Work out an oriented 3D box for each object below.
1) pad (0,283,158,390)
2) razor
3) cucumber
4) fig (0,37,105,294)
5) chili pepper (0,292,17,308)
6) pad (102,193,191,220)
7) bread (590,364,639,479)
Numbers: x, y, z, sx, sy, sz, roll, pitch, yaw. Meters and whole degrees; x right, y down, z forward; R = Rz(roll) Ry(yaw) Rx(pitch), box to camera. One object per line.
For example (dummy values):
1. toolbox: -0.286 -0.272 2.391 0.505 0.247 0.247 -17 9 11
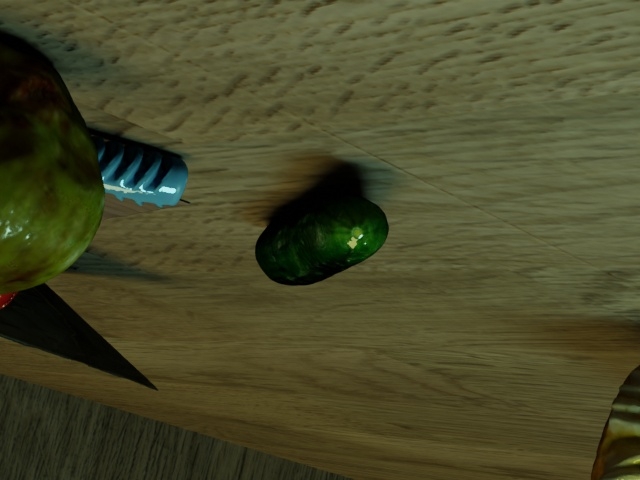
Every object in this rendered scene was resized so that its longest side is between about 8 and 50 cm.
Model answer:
1. pad: -0.328 0.027 1.623 0.367 0.007 0.247 24 -172 -45
2. razor: -0.201 -0.066 1.133 0.253 0.042 0.082 16 -149 -15
3. cucumber: 0.000 0.000 1.181 0.056 0.056 0.284 16 174 -10
4. fig: -0.204 -0.036 0.993 0.154 0.165 0.144 61 176 -38
5. chili pepper: -0.280 0.008 1.454 0.110 0.110 0.387 16 176 -10
6. pad: -0.180 -0.035 1.362 0.113 0.006 0.187 20 168 -26
7. bread: 0.305 0.192 1.373 0.156 0.204 0.288 0 168 37
